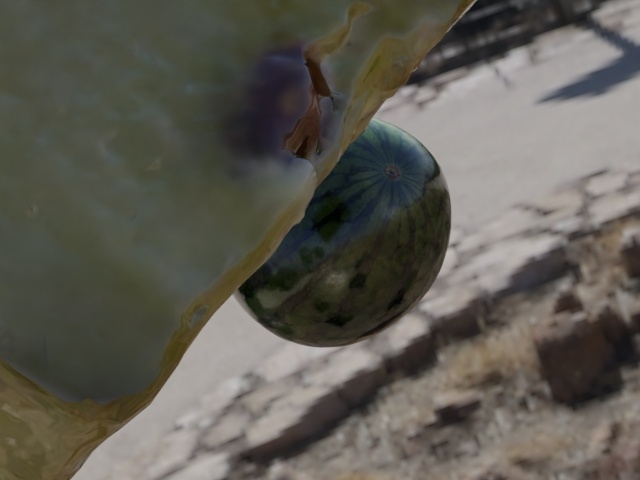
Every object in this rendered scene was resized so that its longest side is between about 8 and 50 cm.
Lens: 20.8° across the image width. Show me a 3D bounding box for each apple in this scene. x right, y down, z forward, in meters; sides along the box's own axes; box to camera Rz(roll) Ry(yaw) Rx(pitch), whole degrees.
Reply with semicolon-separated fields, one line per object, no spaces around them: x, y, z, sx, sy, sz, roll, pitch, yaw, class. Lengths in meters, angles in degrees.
-0.066;-0.065;0.530;0.252;0.314;0.309;6;47;33;apple

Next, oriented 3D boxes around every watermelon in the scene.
0.000;0.000;1.052;0.141;0.140;0.187;-33;-7;-32;watermelon
